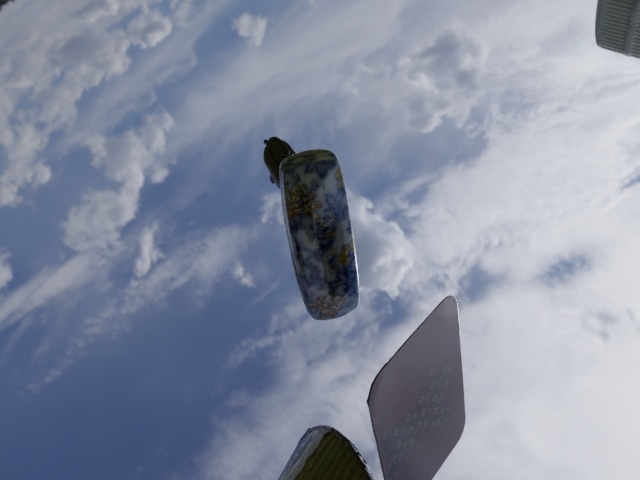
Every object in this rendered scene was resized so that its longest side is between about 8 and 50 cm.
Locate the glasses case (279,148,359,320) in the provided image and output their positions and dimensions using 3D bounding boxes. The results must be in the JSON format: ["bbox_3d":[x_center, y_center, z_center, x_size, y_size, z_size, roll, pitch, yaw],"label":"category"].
[{"bbox_3d":[0.000,0.000,0.736,0.087,0.248,0.065,-14,-148,-5],"label":"glasses case"}]

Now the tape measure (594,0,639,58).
[{"bbox_3d":[0.446,-0.395,0.691,0.133,0.231,0.271,31,-92,27],"label":"tape measure"}]

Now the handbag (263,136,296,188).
[{"bbox_3d":[-0.063,-0.134,0.971,0.072,0.111,0.047,-33,-175,-9],"label":"handbag"}]

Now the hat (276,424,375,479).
[{"bbox_3d":[-0.026,0.221,0.355,0.082,0.193,0.193,4,-146,-24],"label":"hat"}]

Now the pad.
[{"bbox_3d":[0.125,0.207,0.662,0.004,0.267,0.181,18,-135,39],"label":"pad"}]
